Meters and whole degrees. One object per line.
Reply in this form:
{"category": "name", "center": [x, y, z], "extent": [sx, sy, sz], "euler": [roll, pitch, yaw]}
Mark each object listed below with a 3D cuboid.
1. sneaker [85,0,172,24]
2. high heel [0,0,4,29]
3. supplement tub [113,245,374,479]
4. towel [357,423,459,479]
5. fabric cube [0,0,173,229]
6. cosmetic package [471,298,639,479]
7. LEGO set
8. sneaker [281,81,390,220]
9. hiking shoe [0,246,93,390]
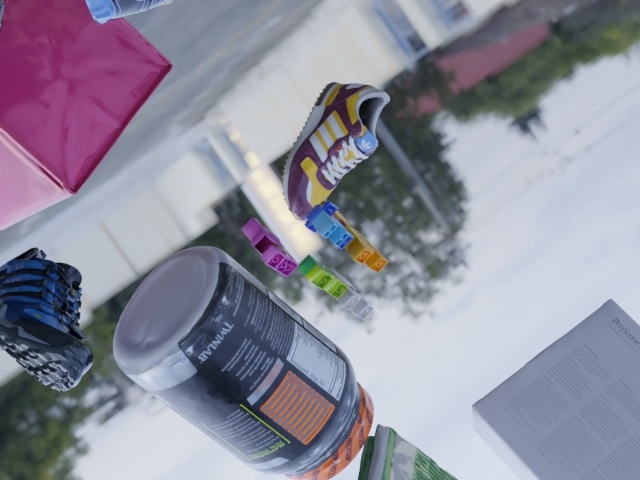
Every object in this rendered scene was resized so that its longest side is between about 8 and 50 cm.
{"category": "sneaker", "center": [-0.211, -0.298, 1.751], "extent": [0.090, 0.081, 0.232], "euler": [-20, -170, 9]}
{"category": "high heel", "center": [-0.501, -0.258, 1.885], "extent": [0.186, 0.093, 0.261], "euler": [-48, -129, -11]}
{"category": "supplement tub", "center": [-0.095, 0.177, 2.072], "extent": [0.207, 0.338, 0.207], "euler": [-32, -146, 25]}
{"category": "towel", "center": [0.164, 0.334, 1.504], "extent": [0.038, 0.325, 0.248], "euler": [-49, -172, 20]}
{"category": "fabric cube", "center": [-0.411, -0.202, 2.119], "extent": [0.258, 0.254, 0.259], "euler": [-17, -147, 56]}
{"category": "cosmetic package", "center": [0.450, 0.307, 2.272], "extent": [0.284, 0.377, 0.097], "euler": [-36, 151, -12]}
{"category": "LEGO set", "center": [0.000, 0.000, 1.715], "extent": [0.087, 0.093, 0.227], "euler": [-45, 147, 7]}
{"category": "sneaker", "center": [0.019, -0.107, 1.824], "extent": [0.084, 0.069, 0.185], "euler": [8, -111, 34]}
{"category": "hiking shoe", "center": [-0.336, 0.078, 1.836], "extent": [0.132, 0.113, 0.304], "euler": [-47, -148, -12]}
